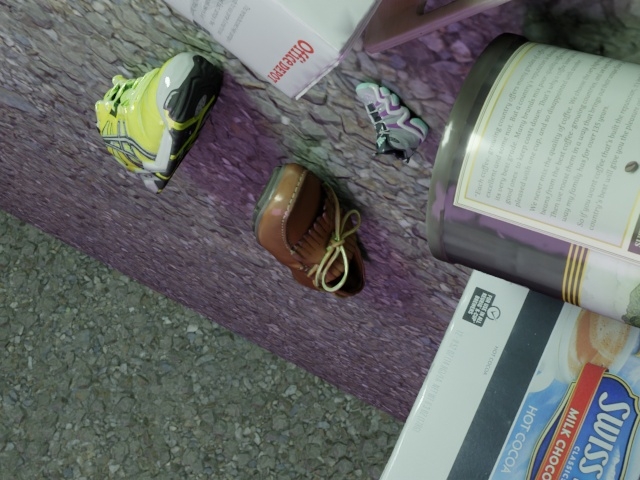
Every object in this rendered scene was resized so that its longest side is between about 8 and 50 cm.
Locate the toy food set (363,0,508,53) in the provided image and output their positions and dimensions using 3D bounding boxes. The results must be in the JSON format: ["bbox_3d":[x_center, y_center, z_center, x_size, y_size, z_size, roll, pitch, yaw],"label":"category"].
[{"bbox_3d":[-0.002,-0.268,0.564,0.306,0.092,0.220,40,158,-24],"label":"toy food set"}]

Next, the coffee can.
[{"bbox_3d":[0.250,-0.035,0.615,0.275,0.201,0.201,21,159,25],"label":"coffee can"}]

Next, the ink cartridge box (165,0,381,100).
[{"bbox_3d":[-0.065,-0.213,0.559,0.219,0.092,0.160,36,172,-12],"label":"ink cartridge box"}]

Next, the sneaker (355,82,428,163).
[{"bbox_3d":[0.069,-0.123,0.858,0.098,0.069,0.038,35,160,-14],"label":"sneaker"}]

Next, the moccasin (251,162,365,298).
[{"bbox_3d":[-0.001,0.003,1.167,0.147,0.139,0.380,22,160,20],"label":"moccasin"}]

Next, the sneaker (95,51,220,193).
[{"bbox_3d":[-0.247,-0.167,1.096,0.147,0.145,0.385,34,159,-11],"label":"sneaker"}]

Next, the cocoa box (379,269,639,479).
[{"bbox_3d":[0.241,0.173,0.867,0.228,0.347,0.231,24,174,16],"label":"cocoa box"}]
